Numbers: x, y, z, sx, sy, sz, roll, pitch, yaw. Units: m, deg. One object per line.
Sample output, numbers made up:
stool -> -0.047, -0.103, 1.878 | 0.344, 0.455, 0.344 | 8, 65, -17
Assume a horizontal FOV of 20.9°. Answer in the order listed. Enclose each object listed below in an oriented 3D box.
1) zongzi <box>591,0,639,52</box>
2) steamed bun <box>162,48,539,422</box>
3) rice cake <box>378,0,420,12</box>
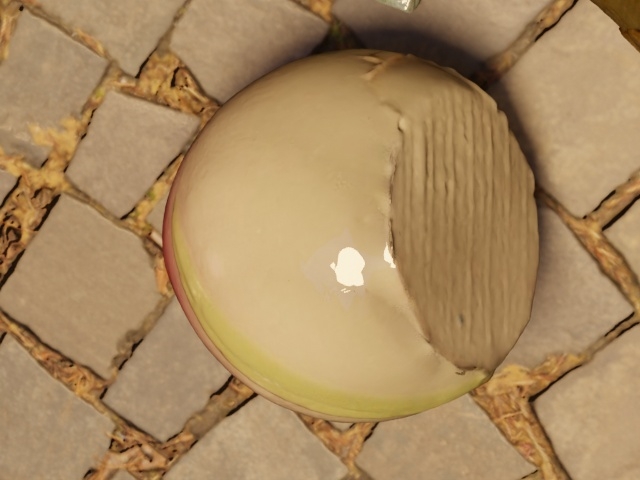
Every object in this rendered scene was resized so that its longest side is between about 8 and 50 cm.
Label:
zongzi -> 0.279, -0.128, 1.319 | 0.274, 0.145, 0.300 | 21, 124, 13
steamed bun -> 0.000, 0.000, 1.372 | 0.309, 0.309, 0.309 | 6, 112, 14
rice cake -> 0.052, -0.298, 1.367 | 0.124, 0.038, 0.211 | 23, 114, 7
